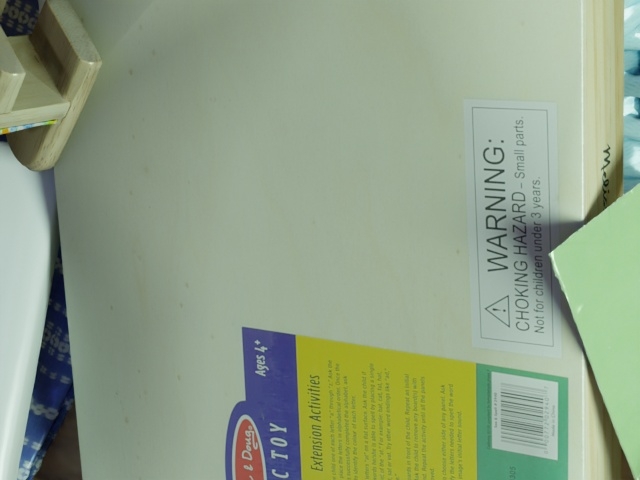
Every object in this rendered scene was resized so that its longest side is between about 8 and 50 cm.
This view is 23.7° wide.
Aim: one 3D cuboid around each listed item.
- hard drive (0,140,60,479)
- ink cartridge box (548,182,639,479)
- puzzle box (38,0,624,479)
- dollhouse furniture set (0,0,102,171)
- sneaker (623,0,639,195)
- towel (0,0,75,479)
[{"bbox_3d":[-0.248,0.094,0.743,0.203,0.040,0.307,8,81,3],"label":"hard drive"},{"bbox_3d":[0.204,0.062,0.645,0.171,0.056,0.235,-35,121,-22],"label":"ink cartridge box"},{"bbox_3d":[0.000,0.000,0.686,0.272,0.052,0.409,7,108,29],"label":"puzzle box"},{"bbox_3d":[-0.262,-0.098,0.697,0.242,0.212,0.161,58,140,21],"label":"dollhouse furniture set"},{"bbox_3d":[0.106,-0.111,0.691,0.135,0.150,0.366,-10,92,12],"label":"sneaker"},{"bbox_3d":[-0.198,-0.047,0.809,0.243,0.040,0.336,27,98,9],"label":"towel"}]
